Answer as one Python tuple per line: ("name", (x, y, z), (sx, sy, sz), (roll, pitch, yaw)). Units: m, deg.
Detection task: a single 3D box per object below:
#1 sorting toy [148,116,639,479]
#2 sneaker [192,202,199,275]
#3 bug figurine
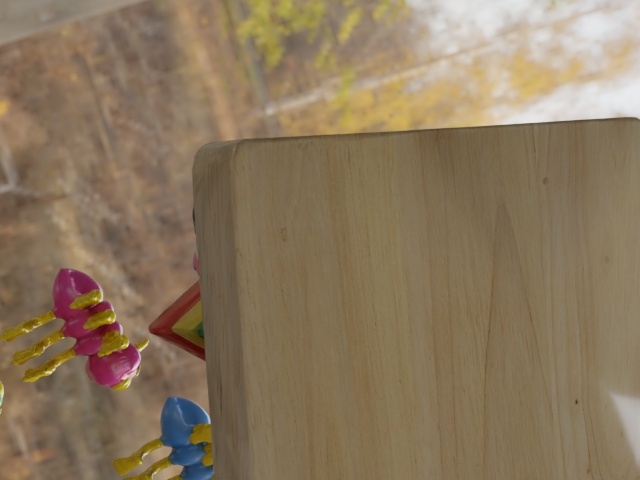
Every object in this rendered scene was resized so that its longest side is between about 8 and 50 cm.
("sorting toy", (0.038, 0.082, 0.693), (0.089, 0.255, 0.257), (0, -85, 46))
("sneaker", (0.000, 0.000, 0.979), (0.077, 0.178, 0.072), (77, 21, -46))
("bug figurine", (-0.181, 0.131, 1.129), (0.216, 0.279, 0.072), (66, 27, -12))
